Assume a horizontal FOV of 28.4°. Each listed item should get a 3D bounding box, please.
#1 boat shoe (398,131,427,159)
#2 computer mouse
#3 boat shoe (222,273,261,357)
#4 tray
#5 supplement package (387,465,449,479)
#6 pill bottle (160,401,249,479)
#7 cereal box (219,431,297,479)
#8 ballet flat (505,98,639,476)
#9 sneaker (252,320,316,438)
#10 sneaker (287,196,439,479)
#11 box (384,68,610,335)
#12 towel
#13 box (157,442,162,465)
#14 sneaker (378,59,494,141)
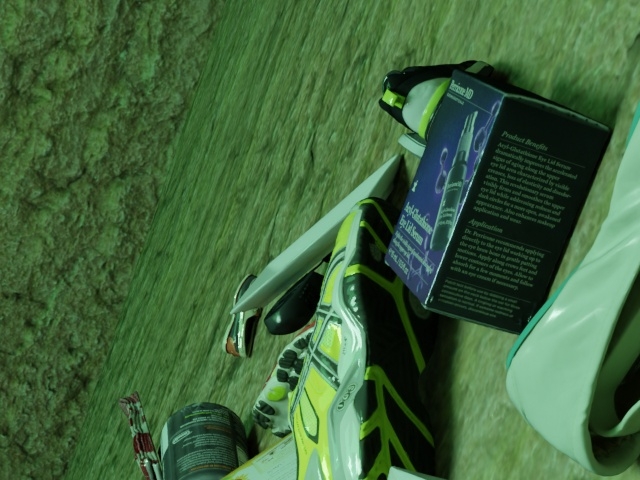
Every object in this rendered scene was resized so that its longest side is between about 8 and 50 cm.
[{"bbox_3d":[0.130,-0.107,1.442,0.040,0.049,0.142,-53,20,3],"label":"boat shoe"},{"bbox_3d":[-0.005,0.053,1.619,0.071,0.041,0.242,-40,7,38],"label":"computer mouse"},{"bbox_3d":[-0.119,0.122,2.041,0.043,0.049,0.137,11,80,31],"label":"boat shoe"},{"bbox_3d":[0.000,0.000,1.611,0.270,0.030,0.145,-40,6,31],"label":"tray"},{"bbox_3d":[0.123,0.284,0.883,0.194,0.149,0.203,174,111,-72],"label":"supplement package"},{"bbox_3d":[-0.160,0.348,1.797,0.246,0.130,0.130,-107,37,-63],"label":"pill bottle"},{"bbox_3d":[-0.034,0.290,1.416,0.173,0.047,0.240,-32,15,-7],"label":"cereal box"},{"bbox_3d":[0.250,0.003,0.829,0.139,0.139,0.400,-96,23,-52],"label":"ballet flat"},{"bbox_3d":[-0.005,0.141,1.551,0.279,0.107,0.118,-48,17,49],"label":"sneaker"},{"bbox_3d":[0.028,0.123,1.307,0.147,0.145,0.385,-23,46,38],"label":"sneaker"},{"bbox_3d":[0.157,-0.039,1.165,0.153,0.108,0.207,-129,57,-71],"label":"box"},{"bbox_3d":[-0.269,0.406,2.066,0.329,0.037,0.237,-140,33,-72],"label":"towel"},{"bbox_3d":[-0.218,0.346,2.072,0.062,0.083,0.052,-138,65,-72],"label":"box"},{"bbox_3d":[0.117,-0.160,1.322,0.084,0.097,0.234,-67,-9,15],"label":"sneaker"}]
